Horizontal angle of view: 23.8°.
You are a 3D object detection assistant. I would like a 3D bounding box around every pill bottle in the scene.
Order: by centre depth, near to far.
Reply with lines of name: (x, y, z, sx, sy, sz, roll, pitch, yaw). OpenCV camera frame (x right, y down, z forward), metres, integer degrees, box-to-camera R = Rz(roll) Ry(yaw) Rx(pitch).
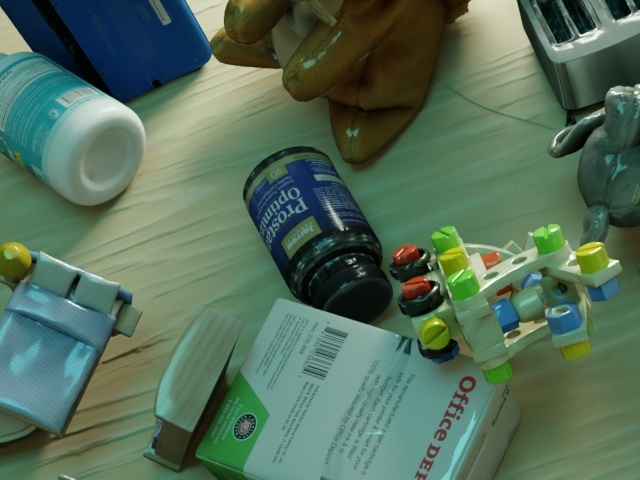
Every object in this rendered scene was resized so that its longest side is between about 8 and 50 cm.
pill bottle: (0.000, 0.000, 1.816, 0.123, 0.123, 0.219, -30, 53, 0)
pill bottle: (-0.369, -0.163, 2.047, 0.264, 0.146, 0.146, 33, 74, 34)

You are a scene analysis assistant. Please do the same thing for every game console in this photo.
game console: (-0.321, -0.334, 2.048, 0.250, 0.293, 0.173, -24, 54, 4)

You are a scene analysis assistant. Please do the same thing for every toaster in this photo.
toaster: (0.343, -0.257, 1.862, 0.168, 0.110, 0.185, -22, 54, 7)

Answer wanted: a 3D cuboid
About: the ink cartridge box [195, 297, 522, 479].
ink cartridge box: (0.045, 0.211, 1.661, 0.289, 0.121, 0.211, 17, 66, 28)

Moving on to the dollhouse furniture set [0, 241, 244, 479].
dollhouse furniture set: (-0.279, 0.158, 1.698, 0.303, 0.198, 0.286, 24, 67, 1)

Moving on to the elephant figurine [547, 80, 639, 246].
elephant figurine: (0.349, -0.101, 1.720, 0.186, 0.169, 0.239, -7, 10, -5)

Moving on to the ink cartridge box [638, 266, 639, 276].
ink cartridge box: (0.555, -0.032, 1.665, 0.307, 0.072, 0.303, 21, 67, 29)

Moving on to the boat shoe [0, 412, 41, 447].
boat shoe: (-0.469, 0.225, 1.881, 0.335, 0.095, 0.112, -13, 91, 17)

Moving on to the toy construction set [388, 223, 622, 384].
toy construction set: (0.192, 0.047, 1.597, 0.215, 0.327, 0.151, -23, 94, 5)

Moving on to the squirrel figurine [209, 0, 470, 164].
squirrel figurine: (0.059, -0.351, 1.853, 0.397, 0.370, 0.281, -36, 63, -14)
